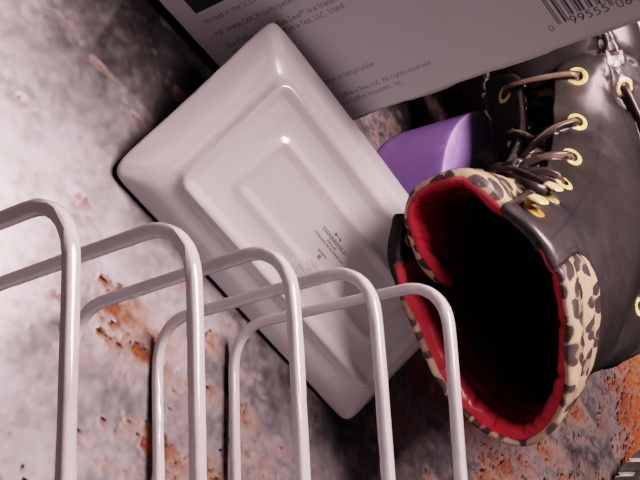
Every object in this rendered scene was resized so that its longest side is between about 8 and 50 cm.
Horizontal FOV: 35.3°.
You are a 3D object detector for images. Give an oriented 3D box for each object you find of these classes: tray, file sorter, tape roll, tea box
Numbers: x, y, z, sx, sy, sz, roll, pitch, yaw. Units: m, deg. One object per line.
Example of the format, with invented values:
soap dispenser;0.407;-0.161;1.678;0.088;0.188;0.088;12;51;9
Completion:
tray;0.000;0.000;0.689;0.145;0.030;0.270;-44;119;-7
file sorter;-0.074;0.098;0.505;0.277;0.192;0.173;15;66;-48
tape roll;0.125;-0.011;0.864;0.189;0.080;0.189;17;68;-46
tea box;0.080;-0.286;0.687;0.220;0.329;0.324;46;49;-32

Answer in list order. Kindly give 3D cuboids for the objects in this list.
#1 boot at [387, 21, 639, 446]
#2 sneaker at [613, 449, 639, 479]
boot;0.156;-0.058;0.740;0.284;0.138;0.378;-25;104;-54
sneaker;0.353;0.321;1.057;0.094;0.081;0.209;29;65;-51
